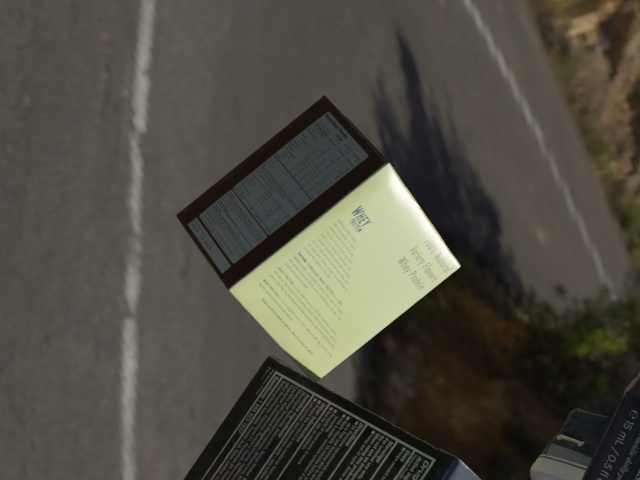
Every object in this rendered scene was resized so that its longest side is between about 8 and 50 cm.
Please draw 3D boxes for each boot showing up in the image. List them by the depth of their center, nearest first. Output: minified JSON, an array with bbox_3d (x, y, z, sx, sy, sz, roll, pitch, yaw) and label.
[{"bbox_3d":[0.292,0.214,1.398,0.086,0.190,0.069,-53,140,-24],"label":"boot"}]

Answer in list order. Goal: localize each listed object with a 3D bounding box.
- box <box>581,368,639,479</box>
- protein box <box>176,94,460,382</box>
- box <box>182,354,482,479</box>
[{"bbox_3d":[0.254,0.190,1.026,0.093,0.158,0.156,-27,141,-65],"label":"box"},{"bbox_3d":[0.000,0.000,1.576,0.136,0.201,0.200,52,1,43],"label":"protein box"},{"bbox_3d":[0.000,0.335,1.667,0.294,0.296,0.183,25,-15,41],"label":"box"}]
